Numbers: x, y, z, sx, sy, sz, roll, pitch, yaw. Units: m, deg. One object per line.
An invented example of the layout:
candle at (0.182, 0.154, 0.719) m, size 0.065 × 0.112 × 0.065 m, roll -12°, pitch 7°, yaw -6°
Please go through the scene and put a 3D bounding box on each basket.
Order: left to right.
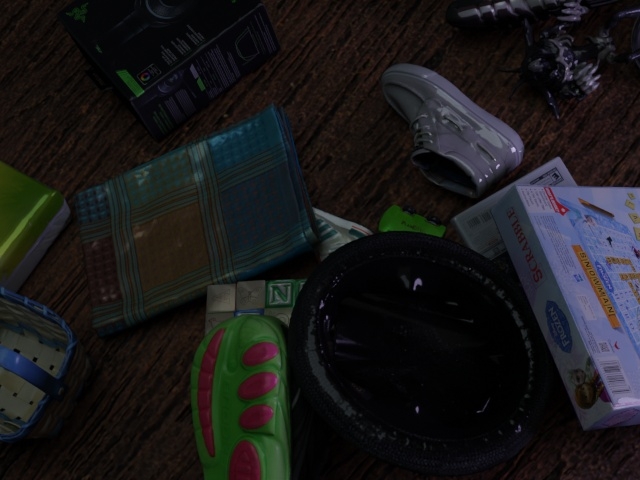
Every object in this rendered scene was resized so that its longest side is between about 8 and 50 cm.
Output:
basket at (-0.458, 0.165, 1.600) m, size 0.254 × 0.289 × 0.201 m, roll 20°, pitch 71°, yaw 22°

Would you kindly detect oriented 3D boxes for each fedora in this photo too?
fedora at (0.117, 0.153, 1.458) m, size 0.334 × 0.152 × 0.334 m, roll 3°, pitch 67°, yaw -8°

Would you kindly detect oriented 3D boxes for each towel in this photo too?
towel at (-0.195, -0.033, 1.746) m, size 0.370 × 0.040 × 0.271 m, roll -23°, pitch 57°, yaw 10°

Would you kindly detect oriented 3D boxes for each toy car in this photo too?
toy car at (0.190, 0.014, 1.666) m, size 0.225 × 0.053 × 0.239 m, roll 25°, pitch 71°, yaw 22°

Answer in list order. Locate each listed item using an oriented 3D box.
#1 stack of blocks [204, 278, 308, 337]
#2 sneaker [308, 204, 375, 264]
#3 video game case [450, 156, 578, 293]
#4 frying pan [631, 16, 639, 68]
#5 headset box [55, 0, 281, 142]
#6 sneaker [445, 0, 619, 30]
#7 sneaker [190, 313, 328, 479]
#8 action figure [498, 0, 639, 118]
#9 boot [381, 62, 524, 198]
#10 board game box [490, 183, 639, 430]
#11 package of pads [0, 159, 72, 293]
stack of blocks at (-0.010, 0.147, 1.624) m, size 0.297 × 0.087 × 0.171 m, roll -4°, pitch 65°, yaw 10°
sneaker at (0.000, 0.000, 1.711) m, size 0.161 × 0.057 × 0.075 m, roll 19°, pitch 64°, yaw 17°
video game case at (0.301, 0.000, 1.608) m, size 0.190 × 0.022 × 0.173 m, roll -30°, pitch 85°, yaw -17°
frying pan at (0.586, -0.240, 1.703) m, size 0.197 × 0.053 × 0.326 m, roll -21°, pitch 63°, yaw 4°
headset box at (-0.255, -0.336, 1.890) m, size 0.283 × 0.131 × 0.246 m, roll -38°, pitch 62°, yaw -6°
sneaker at (0.324, -0.424, 1.784) m, size 0.281 × 0.106 × 0.163 m, roll -9°, pitch 85°, yaw 17°
sneaker at (-0.066, 0.337, 1.464) m, size 0.185 × 0.202 × 0.483 m, roll 9°, pitch 92°, yaw 34°
action figure at (0.388, -0.285, 1.697) m, size 0.275 × 0.141 × 0.164 m, roll -20°, pitch 79°, yaw 19°
boot at (0.168, -0.164, 1.720) m, size 0.258 × 0.095 × 0.123 m, roll 34°, pitch 56°, yaw 23°
board game box at (0.410, 0.075, 1.483) m, size 0.318 × 0.066 × 0.319 m, roll 0°, pitch 57°, yaw -30°
package of pads at (-0.565, 0.006, 1.809) m, size 0.229 × 0.101 × 0.296 m, roll 28°, pitch 72°, yaw 21°
